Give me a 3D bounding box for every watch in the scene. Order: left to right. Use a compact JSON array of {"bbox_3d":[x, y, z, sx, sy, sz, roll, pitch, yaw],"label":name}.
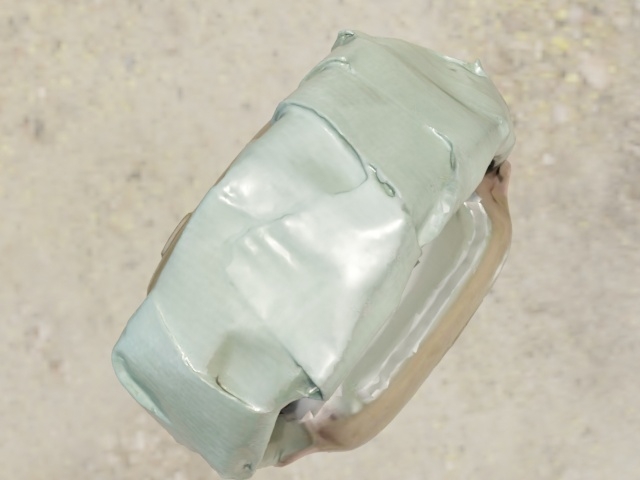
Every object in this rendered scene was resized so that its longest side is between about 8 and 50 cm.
[{"bbox_3d":[0.000,0.000,0.840,0.162,0.253,0.241,34,163,7],"label":"watch"}]
